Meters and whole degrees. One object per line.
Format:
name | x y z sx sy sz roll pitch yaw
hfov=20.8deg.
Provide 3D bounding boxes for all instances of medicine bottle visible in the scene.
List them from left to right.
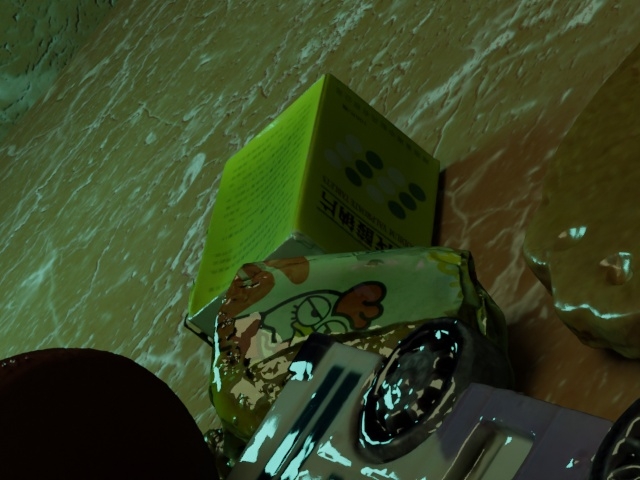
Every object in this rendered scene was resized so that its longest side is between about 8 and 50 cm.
medicine bottle | 0.000 0.000 1.422 0.141 0.137 0.250 -38 23 28

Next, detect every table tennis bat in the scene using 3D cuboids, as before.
table tennis bat | -0.112 0.225 0.933 0.051 0.415 0.268 7 58 31

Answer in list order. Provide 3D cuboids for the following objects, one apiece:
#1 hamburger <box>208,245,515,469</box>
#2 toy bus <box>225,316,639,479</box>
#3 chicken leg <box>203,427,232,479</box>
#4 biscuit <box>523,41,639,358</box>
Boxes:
hamburger | 0.023 0.106 1.193 0.214 0.125 0.235 -5 48 29
toy bus | 0.102 0.200 0.810 0.249 0.209 0.440 -56 25 -11
chicken leg | -0.136 0.210 1.425 0.227 0.088 0.103 -20 25 40
biscuit | 0.265 -0.060 1.127 0.312 0.057 0.351 -45 21 12
